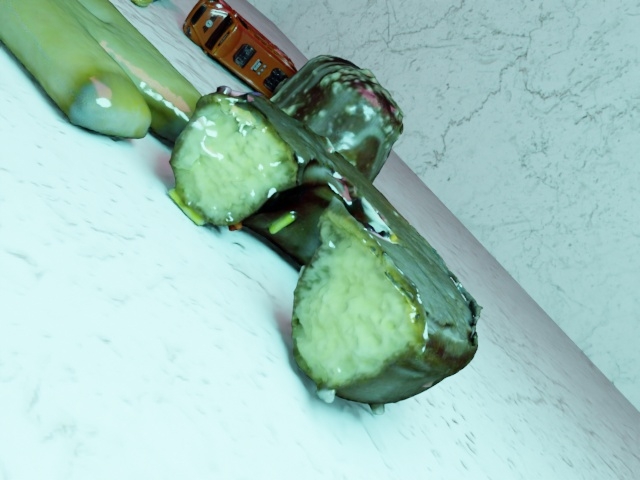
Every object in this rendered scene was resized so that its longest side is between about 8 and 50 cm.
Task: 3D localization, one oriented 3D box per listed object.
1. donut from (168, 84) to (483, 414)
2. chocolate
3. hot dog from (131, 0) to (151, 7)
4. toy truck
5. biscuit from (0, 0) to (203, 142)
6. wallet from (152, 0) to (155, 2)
[{"bbox_3d":[0.013,0.006,0.592,0.345,0.136,0.259,51,15,22],"label":"donut"},{"bbox_3d":[0.039,-0.250,1.187,0.225,0.210,0.340,30,20,-34],"label":"chocolate"},{"bbox_3d":[-0.355,-0.509,1.149,0.078,0.061,0.169,27,22,-48],"label":"hot dog"},{"bbox_3d":[-0.166,-0.408,1.272,0.252,0.107,0.114,32,19,-38],"label":"toy truck"},{"bbox_3d":[-0.249,-0.212,0.640,0.291,0.062,0.237,46,16,13],"label":"biscuit"},{"bbox_3d":[-0.416,-0.682,1.275,0.342,0.075,0.237,55,29,-18],"label":"wallet"}]
